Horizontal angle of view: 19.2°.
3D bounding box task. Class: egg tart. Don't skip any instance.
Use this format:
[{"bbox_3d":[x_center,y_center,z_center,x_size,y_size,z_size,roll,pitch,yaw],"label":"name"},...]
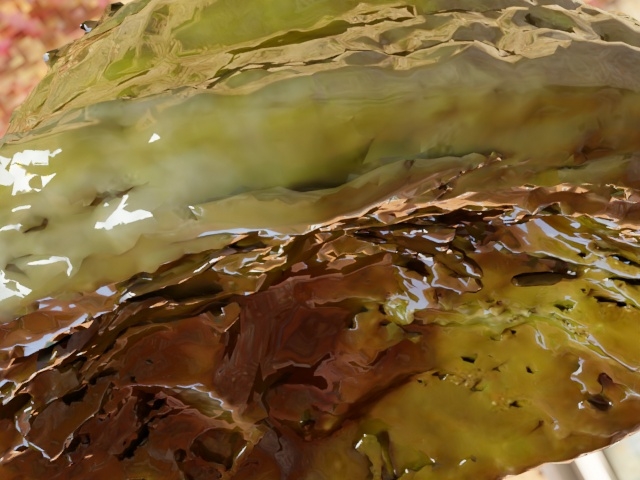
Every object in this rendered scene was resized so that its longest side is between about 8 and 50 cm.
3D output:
[{"bbox_3d":[0.000,0.000,0.568,0.290,0.290,0.115,34,-142,-54],"label":"egg tart"}]
